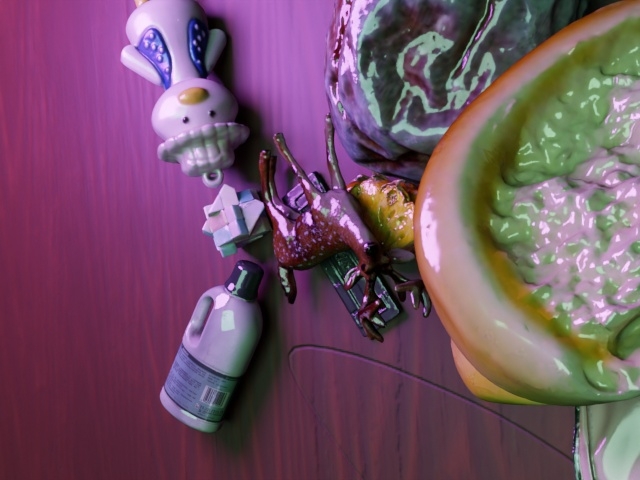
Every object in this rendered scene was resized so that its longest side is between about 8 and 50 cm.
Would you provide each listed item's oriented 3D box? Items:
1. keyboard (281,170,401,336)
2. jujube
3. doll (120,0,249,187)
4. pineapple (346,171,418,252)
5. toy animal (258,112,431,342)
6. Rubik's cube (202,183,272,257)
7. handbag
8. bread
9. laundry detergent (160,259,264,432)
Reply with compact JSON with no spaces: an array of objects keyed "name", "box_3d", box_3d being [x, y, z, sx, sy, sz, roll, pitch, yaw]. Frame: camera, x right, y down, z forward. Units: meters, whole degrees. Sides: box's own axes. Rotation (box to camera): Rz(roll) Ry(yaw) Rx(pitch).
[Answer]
[{"name":"keyboard","box_3d":[0.023,0.015,1.070,0.061,0.013,0.204,-38,74,27]},{"name":"jujube","box_3d":[0.130,-0.199,0.884,0.246,0.215,0.308,31,105,1]},{"name":"doll","box_3d":[-0.174,-0.204,1.118,0.119,0.138,0.293,138,117,-68]},{"name":"pineapple","box_3d":[0.084,-0.022,1.011,0.137,0.069,0.116,33,114,34]},{"name":"toy animal","box_3d":[0.017,-0.005,0.997,0.243,0.087,0.260,-35,73,64]},{"name":"Rubik's cube","box_3d":[-0.110,-0.028,1.110,0.084,0.073,0.075,-47,67,31]},{"name":"handbag","box_3d":[0.306,0.177,0.816,0.116,0.179,0.205,-12,59,27]},{"name":"bread","box_3d":[0.289,-0.020,0.709,0.424,0.245,0.329,-33,40,-5]},{"name":"laundry detergent","box_3d":[-0.130,0.129,1.133,0.099,0.070,0.226,33,109,32]}]
